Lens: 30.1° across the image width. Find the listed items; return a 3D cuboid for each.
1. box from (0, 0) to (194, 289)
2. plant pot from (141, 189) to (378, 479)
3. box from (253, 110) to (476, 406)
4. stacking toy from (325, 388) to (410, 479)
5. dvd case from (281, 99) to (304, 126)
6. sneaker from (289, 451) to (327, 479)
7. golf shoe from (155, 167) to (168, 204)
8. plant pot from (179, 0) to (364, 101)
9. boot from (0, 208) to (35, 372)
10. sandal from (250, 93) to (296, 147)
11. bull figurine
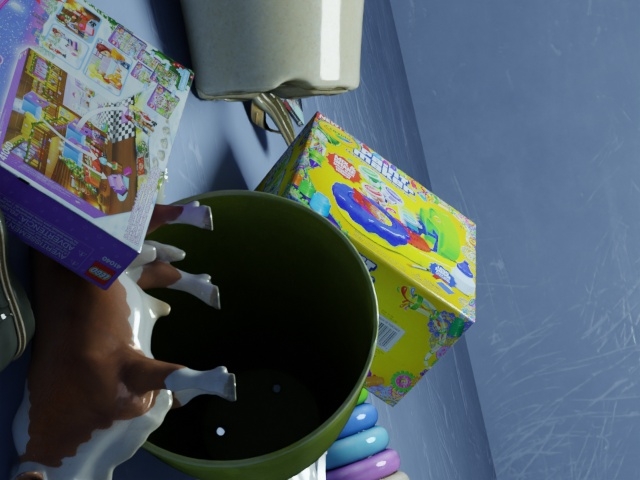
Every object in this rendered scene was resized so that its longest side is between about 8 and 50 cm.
[{"bbox_3d":[-0.226,-0.112,1.028,0.201,0.057,0.293,34,32,-19],"label":"box"},{"bbox_3d":[-0.077,0.139,1.208,0.293,0.274,0.275,84,0,-62],"label":"plant pot"},{"bbox_3d":[0.044,0.018,1.612,0.290,0.177,0.279,34,26,-11],"label":"box"},{"bbox_3d":[0.009,0.220,1.679,0.141,0.141,0.330,5,64,-75],"label":"stacking toy"},{"bbox_3d":[-0.057,-0.263,2.069,0.119,0.013,0.087,49,30,-58],"label":"dvd case"},{"bbox_3d":[-0.041,0.311,1.482,0.095,0.090,0.235,35,37,-49],"label":"sneaker"},{"bbox_3d":[-0.221,-0.109,1.253,0.086,0.069,0.176,-24,97,-55],"label":"golf shoe"},{"bbox_3d":[-0.066,-0.347,1.600,0.334,0.333,0.305,-13,100,-75],"label":"plant pot"},{"bbox_3d":[-0.279,0.035,0.855,0.137,0.077,0.198,-70,142,-57],"label":"boot"},{"bbox_3d":[-0.092,-0.207,1.833,0.180,0.049,0.072,52,18,-25],"label":"sandal"},{"bbox_3d":[-0.172,0.095,1.002,0.101,0.188,0.310,94,-12,-56],"label":"bull figurine"}]
